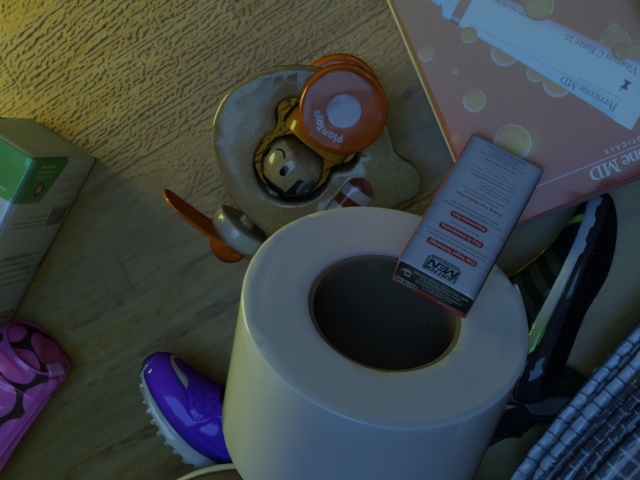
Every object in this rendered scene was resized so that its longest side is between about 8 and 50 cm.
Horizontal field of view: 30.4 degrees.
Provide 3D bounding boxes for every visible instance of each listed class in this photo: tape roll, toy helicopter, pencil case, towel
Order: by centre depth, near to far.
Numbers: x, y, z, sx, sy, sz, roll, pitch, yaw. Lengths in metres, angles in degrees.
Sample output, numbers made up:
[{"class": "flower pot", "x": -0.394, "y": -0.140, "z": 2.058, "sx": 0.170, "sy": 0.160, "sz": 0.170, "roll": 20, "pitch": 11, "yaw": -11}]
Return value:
[{"class": "tape roll", "x": 0.042, "y": 0.113, "z": 1.028, "sx": 0.246, "sy": 0.246, "sz": 0.169, "roll": 21, "pitch": 134, "yaw": 7}, {"class": "towel", "x": 0.349, "y": 0.218, "z": 1.110, "sx": 0.235, "sy": 0.121, "sz": 0.284, "roll": 37, "pitch": 100, "yaw": -15}, {"class": "toy helicopter", "x": 0.000, "y": 0.000, "z": 1.179, "sx": 0.235, "sy": 0.140, "sz": 0.355, "roll": -24, "pitch": 103, "yaw": 5}, {"class": "pencil case", "x": -0.355, "y": 0.192, "z": 1.275, "sx": 0.098, "sy": 0.095, "sz": 0.209, "roll": 42, "pitch": 103, "yaw": 35}]

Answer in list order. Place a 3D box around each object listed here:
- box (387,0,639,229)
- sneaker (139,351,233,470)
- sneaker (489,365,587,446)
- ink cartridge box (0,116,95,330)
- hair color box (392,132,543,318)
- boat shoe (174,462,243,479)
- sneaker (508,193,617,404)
[{"class": "box", "x": 0.191, "y": -0.204, "z": 1.101, "sx": 0.215, "sy": 0.168, "sz": 0.345, "roll": -23, "pitch": 92, "yaw": 12}, {"class": "sneaker", "x": -0.050, "y": 0.199, "z": 1.220, "sx": 0.146, "sy": 0.102, "sz": 0.293, "roll": -43, "pitch": 95, "yaw": 11}, {"class": "sneaker", "x": 0.158, "y": 0.185, "z": 1.192, "sx": 0.227, "sy": 0.087, "sz": 0.130, "roll": -5, "pitch": 121, "yaw": -8}, {"class": "ink cartridge box", "x": -0.343, "y": -0.011, "z": 1.216, "sx": 0.092, "sy": 0.160, "sz": 0.219, "roll": 31, "pitch": 99, "yaw": 7}, {"class": "hair color box", "x": 0.124, "y": -0.014, "z": 0.989, "sx": 0.072, "sy": 0.043, "sz": 0.141, "roll": 29, "pitch": 64, "yaw": 8}, {"class": "boat shoe", "x": -0.053, "y": 0.278, "z": 1.132, "sx": 0.324, "sy": 0.097, "sz": 0.117, "roll": -13, "pitch": 101, "yaw": 8}, {"class": "sneaker", "x": 0.209, "y": 0.045, "z": 1.143, "sx": 0.097, "sy": 0.084, "sz": 0.235, "roll": 19, "pitch": 71, "yaw": 29}]
